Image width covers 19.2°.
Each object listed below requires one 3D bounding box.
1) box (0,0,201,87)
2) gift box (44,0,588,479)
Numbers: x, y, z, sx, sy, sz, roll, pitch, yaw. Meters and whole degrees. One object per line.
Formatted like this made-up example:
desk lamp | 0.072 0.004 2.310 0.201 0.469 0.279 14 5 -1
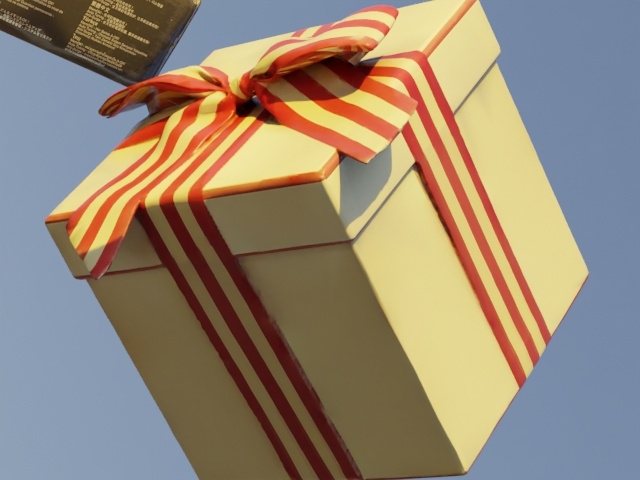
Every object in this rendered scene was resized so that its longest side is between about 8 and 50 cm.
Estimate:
box | -0.315 -0.268 1.355 0.097 0.395 0.318 -57 -143 14
gift box | 0.000 0.000 1.205 0.255 0.276 0.258 -11 -64 33
